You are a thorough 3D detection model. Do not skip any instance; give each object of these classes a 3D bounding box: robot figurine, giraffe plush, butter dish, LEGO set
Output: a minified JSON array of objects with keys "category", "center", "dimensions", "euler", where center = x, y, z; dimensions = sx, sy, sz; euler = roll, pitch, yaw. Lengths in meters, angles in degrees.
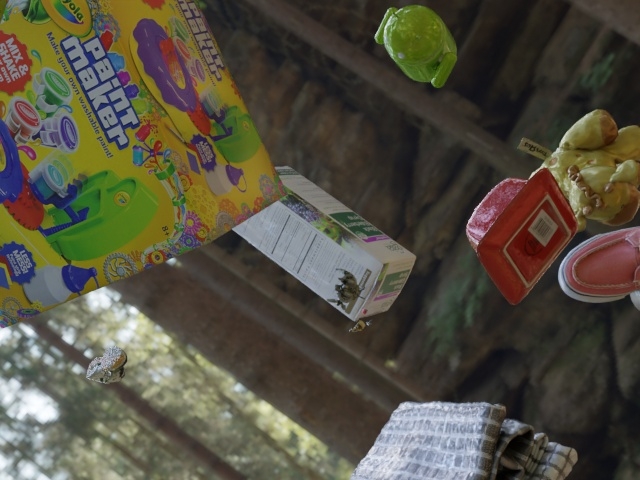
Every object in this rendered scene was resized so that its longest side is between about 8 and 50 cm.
[{"category":"robot figurine","center":[0.109,-0.213,1.162],"dimensions":[0.067,0.101,0.115],"euler":[-48,-22,6]},{"category":"giraffe plush","center":[0.424,-0.091,1.637],"dimensions":[0.170,0.210,0.181],"euler":[-112,30,-58]},{"category":"butter dish","center":[0.264,-0.020,1.508],"dimensions":[0.160,0.118,0.160],"euler":[-49,-46,-8]},{"category":"LEGO set","center":[0.040,0.071,1.320],"dimensions":[0.054,0.083,0.023],"euler":[-39,1,-28]}]

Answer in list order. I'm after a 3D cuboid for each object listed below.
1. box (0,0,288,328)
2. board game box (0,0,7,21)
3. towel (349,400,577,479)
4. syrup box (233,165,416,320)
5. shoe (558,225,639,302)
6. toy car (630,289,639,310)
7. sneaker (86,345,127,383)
[{"category":"box","center":[-0.236,-0.108,1.072],"dimensions":[0.279,0.289,0.177],"euler":[-22,7,27]},{"category":"board game box","center":[-0.231,-0.077,0.591],"dimensions":[0.092,0.043,0.181],"euler":[88,-165,-76]},{"category":"towel","center":[0.119,0.295,1.202],"dimensions":[0.235,0.121,0.284],"euler":[-52,13,-22]},{"category":"syrup box","center":[0.000,0.000,1.425],"dimensions":[0.093,0.237,0.096],"euler":[-10,-50,-57]},{"category":"shoe","center":[0.307,0.008,0.967],"dimensions":[0.178,0.063,0.081],"euler":[-14,-12,-2]},{"category":"toy car","center":[0.565,0.020,1.576],"dimensions":[0.238,0.219,0.210],"euler":[-59,-11,0]},{"category":"sneaker","center":[-0.245,0.150,1.276],"dimensions":[0.083,0.037,0.031],"euler":[-27,42,49]}]
